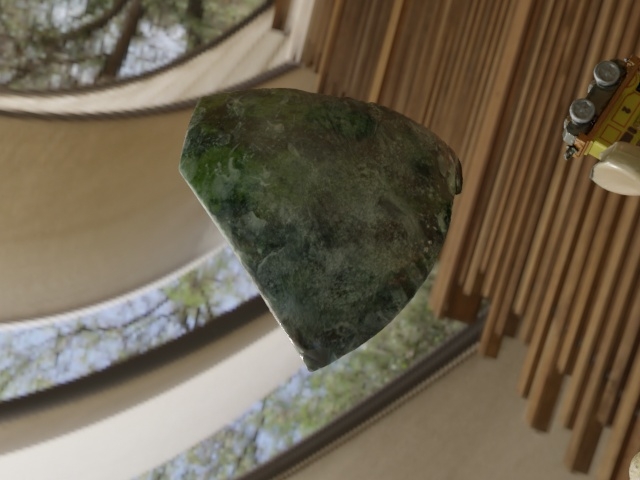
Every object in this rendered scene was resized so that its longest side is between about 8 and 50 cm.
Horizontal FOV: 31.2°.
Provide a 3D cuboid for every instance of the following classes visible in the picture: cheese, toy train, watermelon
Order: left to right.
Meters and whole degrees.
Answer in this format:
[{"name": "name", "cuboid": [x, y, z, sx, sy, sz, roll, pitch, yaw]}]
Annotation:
[{"name": "watermelon", "cuboid": [0.000, 0.000, 1.205, 0.320, 0.289, 0.214, 4, 162, -21]}, {"name": "toy train", "cuboid": [0.481, -0.210, 1.884, 0.127, 0.219, 0.089, 33, 170, 10]}, {"name": "cheese", "cuboid": [0.437, -0.103, 1.589, 0.092, 0.047, 0.171, 28, 168, -8]}]

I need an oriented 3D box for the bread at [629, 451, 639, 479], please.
[{"name": "bread", "cuboid": [0.435, 0.251, 1.164, 0.251, 0.181, 0.039, -8, -173, 36]}]
